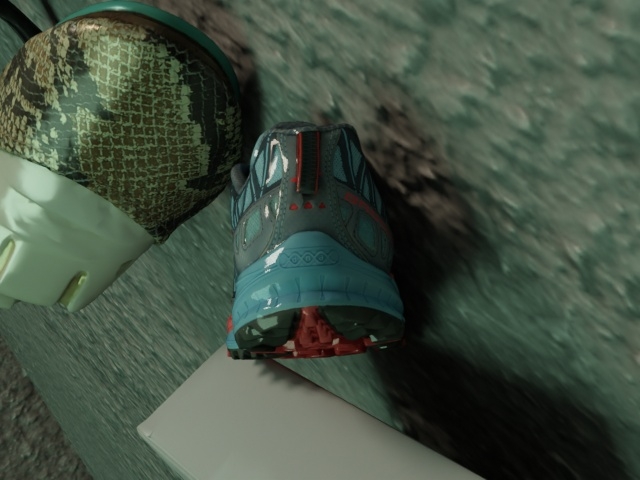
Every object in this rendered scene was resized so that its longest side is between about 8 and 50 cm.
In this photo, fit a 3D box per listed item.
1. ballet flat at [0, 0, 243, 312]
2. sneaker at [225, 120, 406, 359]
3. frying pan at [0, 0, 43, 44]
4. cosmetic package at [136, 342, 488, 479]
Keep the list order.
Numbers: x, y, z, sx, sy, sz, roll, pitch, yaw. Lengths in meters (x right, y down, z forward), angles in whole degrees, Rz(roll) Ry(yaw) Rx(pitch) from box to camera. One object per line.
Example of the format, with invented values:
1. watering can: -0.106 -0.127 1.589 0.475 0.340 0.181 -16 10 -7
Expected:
1. ballet flat: -0.187 -0.032 0.903 0.164 0.182 0.483 33 167 -19
2. sneaker: 0.000 0.000 0.687 0.262 0.104 0.125 127 141 -81
3. frying pan: -0.302 -0.233 0.979 0.197 0.053 0.326 36 160 36
4. cosmetic package: 0.081 0.245 0.748 0.377 0.097 0.284 53 162 -26
